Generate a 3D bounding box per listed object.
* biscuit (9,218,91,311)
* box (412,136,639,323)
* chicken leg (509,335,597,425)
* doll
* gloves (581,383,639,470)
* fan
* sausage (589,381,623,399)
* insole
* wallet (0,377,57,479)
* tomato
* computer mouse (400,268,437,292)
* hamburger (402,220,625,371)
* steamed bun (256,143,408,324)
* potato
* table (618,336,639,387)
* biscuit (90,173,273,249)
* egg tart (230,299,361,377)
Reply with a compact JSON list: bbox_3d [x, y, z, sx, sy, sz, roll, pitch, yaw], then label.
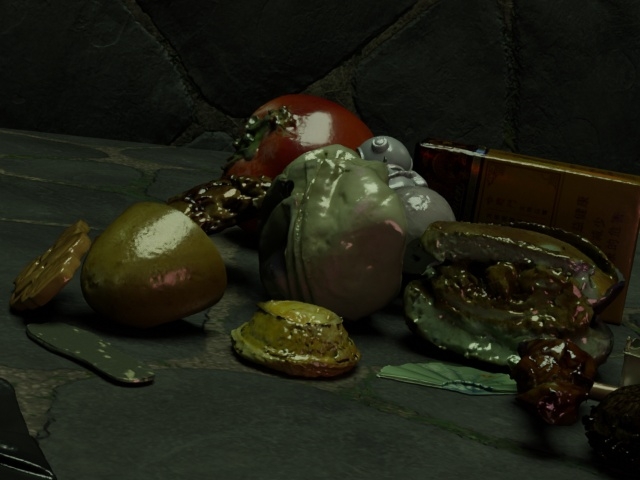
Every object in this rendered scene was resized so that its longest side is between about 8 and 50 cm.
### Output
[{"bbox_3d":[-0.382,0.039,1.858,0.040,0.144,0.236,41,1,-14],"label":"biscuit"},{"bbox_3d":[0.354,-0.022,2.356,0.415,0.264,0.116,10,13,11],"label":"box"},{"bbox_3d":[0.292,0.185,1.671,0.113,0.093,0.304,-1,5,13],"label":"chicken leg"},{"bbox_3d":[0.128,-0.073,2.196,0.151,0.151,0.287,4,40,-24],"label":"doll"},{"bbox_3d":[0.448,0.222,1.514,0.312,0.135,0.210,12,21,35],"label":"gloves"},{"bbox_3d":[0.189,0.190,1.819,0.240,0.009,0.131,6,9,-10],"label":"fan"},{"bbox_3d":[0.374,0.205,1.831,0.116,0.026,0.026,12,12,20],"label":"sausage"},{"bbox_3d":[-0.295,0.142,1.680,0.081,0.011,0.248,-3,15,-41],"label":"insole"},{"bbox_3d":[-0.348,0.209,1.207,0.197,0.051,0.377,3,14,-22],"label":"wallet"},{"bbox_3d":[-0.027,-0.124,2.561,0.321,0.321,0.321,8,11,-2],"label":"tomato"},{"bbox_3d":[0.123,0.027,2.285,0.264,0.147,0.088,13,32,14],"label":"computer mouse"},{"bbox_3d":[0.297,0.077,1.994,0.318,0.195,0.277,14,9,14],"label":"hamburger"},{"bbox_3d":[0.000,0.000,2.041,0.206,0.275,0.320,-6,-22,-14],"label":"steamed bun"},{"bbox_3d":[-0.259,0.052,1.839,0.203,0.178,0.158,31,41,24],"label":"potato"},{"bbox_3d":[0.470,0.180,1.880,0.062,0.083,0.079,18,15,36],"label":"table"},{"bbox_3d":[-0.224,-0.041,2.183,0.334,0.081,0.289,-20,5,-11],"label":"biscuit"},{"bbox_3d":[-0.031,0.130,1.796,0.191,0.074,0.191,11,12,-2],"label":"egg tart"}]
